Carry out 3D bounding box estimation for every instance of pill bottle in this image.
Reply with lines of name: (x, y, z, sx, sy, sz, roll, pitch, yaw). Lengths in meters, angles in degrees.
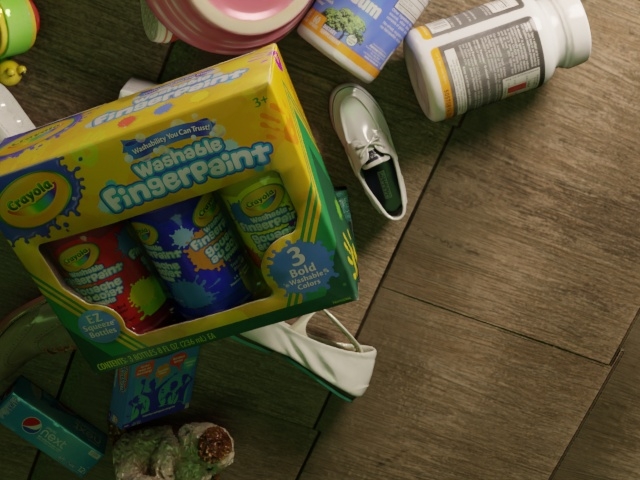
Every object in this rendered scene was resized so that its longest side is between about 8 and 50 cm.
pill bottle: (0.097, -0.403, 1.346, 0.152, 0.152, 0.272, 32, 102, -16)
pill bottle: (0.290, -0.313, 1.394, 0.278, 0.162, 0.162, -18, 110, 0)

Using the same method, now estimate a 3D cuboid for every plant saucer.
plant saucer: (-0.119, -0.444, 1.276, 0.332, 0.084, 0.332, -14, 118, -28)

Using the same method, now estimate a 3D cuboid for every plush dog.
plush dog: (-0.273, 0.408, 1.580, 0.225, 0.262, 0.210, -9, 69, -16)

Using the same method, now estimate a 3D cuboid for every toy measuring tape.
toy measuring tape: (-0.508, -0.401, 1.292, 0.121, 0.121, 0.330, -9, 110, -4)

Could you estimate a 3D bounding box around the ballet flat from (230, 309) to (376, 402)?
ballet flat: (-0.060, 0.160, 1.546, 0.400, 0.139, 0.139, 32, 103, -22)

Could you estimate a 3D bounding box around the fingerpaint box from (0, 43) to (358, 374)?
fingerpaint box: (-0.209, -0.032, 1.248, 0.445, 0.163, 0.371, -16, 121, 10)

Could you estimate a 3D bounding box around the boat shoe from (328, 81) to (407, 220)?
boat shoe: (0.094, -0.154, 1.468, 0.095, 0.084, 0.258, -28, 110, 4)

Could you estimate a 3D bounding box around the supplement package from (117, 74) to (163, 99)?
supplement package: (-0.277, -0.194, 1.360, 0.105, 0.179, 0.105, 15, 106, -10)

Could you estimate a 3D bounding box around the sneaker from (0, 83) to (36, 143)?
sneaker: (-0.568, -0.098, 1.404, 0.236, 0.130, 0.322, -18, 120, 15)

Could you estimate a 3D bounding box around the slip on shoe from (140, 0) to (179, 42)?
slip on shoe: (-0.226, -0.478, 1.314, 0.101, 0.123, 0.331, -10, 111, -30)

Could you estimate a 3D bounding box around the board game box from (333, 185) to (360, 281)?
board game box: (0.000, 0.000, 1.542, 0.126, 0.026, 0.186, -9, 110, -4)

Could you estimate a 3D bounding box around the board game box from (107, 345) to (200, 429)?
board game box: (-0.295, 0.223, 1.525, 0.160, 0.047, 0.210, -10, 117, -49)

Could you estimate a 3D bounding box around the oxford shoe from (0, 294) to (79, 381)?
oxford shoe: (-0.460, 0.157, 1.471, 0.348, 0.123, 0.130, -40, 82, 8)

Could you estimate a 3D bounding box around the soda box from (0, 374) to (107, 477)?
soda box: (-0.505, 0.349, 1.579, 0.210, 0.071, 0.067, 42, 99, -18)
